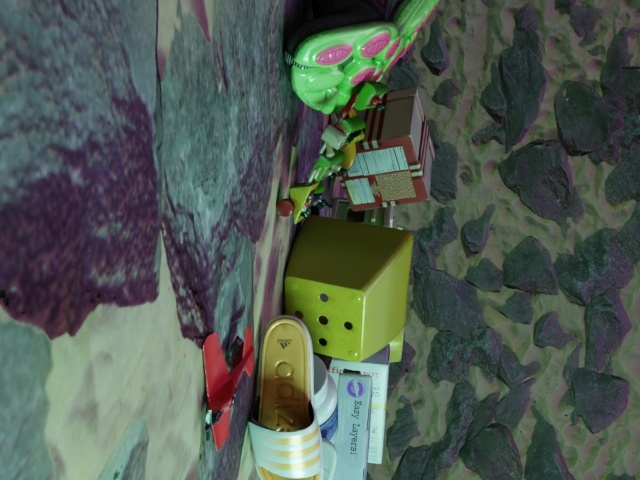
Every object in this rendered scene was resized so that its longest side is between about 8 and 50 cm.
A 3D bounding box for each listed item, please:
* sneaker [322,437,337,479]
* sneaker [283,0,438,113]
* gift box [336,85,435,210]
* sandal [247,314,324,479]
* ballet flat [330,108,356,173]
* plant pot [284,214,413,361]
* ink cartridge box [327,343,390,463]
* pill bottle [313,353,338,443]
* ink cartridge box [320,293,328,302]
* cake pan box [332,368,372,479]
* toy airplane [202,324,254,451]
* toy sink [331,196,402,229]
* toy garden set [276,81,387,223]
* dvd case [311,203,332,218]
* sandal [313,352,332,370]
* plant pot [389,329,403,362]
[{"bbox_3d":[-0.043,0.402,0.940,0.216,0.079,0.121,-61,175,-3],"label":"sneaker"},{"bbox_3d":[0.046,-0.370,1.005,0.185,0.202,0.483,-55,179,40],"label":"sneaker"},{"bbox_3d":[0.153,-0.260,1.597,0.258,0.276,0.255,-74,154,-43],"label":"gift box"},{"bbox_3d":[-0.055,0.238,0.809,0.076,0.102,0.265,4,82,-82],"label":"sandal"},{"bbox_3d":[0.044,-0.263,1.435,0.077,0.077,0.231,57,30,-43],"label":"ballet flat"},{"bbox_3d":[0.036,0.099,1.066,0.187,0.212,0.212,-49,145,-57],"label":"plant pot"},{"bbox_3d":[0.081,0.423,1.597,0.197,0.198,0.270,-41,134,-79],"label":"ink cartridge box"},{"bbox_3d":[-0.027,0.262,0.943,0.186,0.112,0.112,88,10,-48],"label":"pill bottle"},{"bbox_3d":[0.013,0.195,1.440,0.109,0.063,0.150,-77,169,-50],"label":"ink cartridge box"},{"bbox_3d":[0.061,0.384,1.128,0.246,0.070,0.266,76,20,-75],"label":"cake pan box"},{"bbox_3d":[-0.098,0.152,0.638,0.151,0.028,0.151,3,90,-82],"label":"toy airplane"},{"bbox_3d":[0.142,-0.029,1.661,0.152,0.234,0.131,-76,169,-51],"label":"toy sink"},{"bbox_3d":[0.028,-0.134,0.939,0.244,0.049,0.204,-57,174,22],"label":"toy garden set"},{"bbox_3d":[0.000,0.000,1.382,0.253,0.022,0.180,-6,101,-83],"label":"dvd case"},{"bbox_3d":[-0.020,0.262,1.138,0.219,0.090,0.060,-75,151,-51],"label":"sandal"},{"bbox_3d":[0.154,0.310,1.967,0.254,0.239,0.253,4,90,-83],"label":"plant pot"}]
